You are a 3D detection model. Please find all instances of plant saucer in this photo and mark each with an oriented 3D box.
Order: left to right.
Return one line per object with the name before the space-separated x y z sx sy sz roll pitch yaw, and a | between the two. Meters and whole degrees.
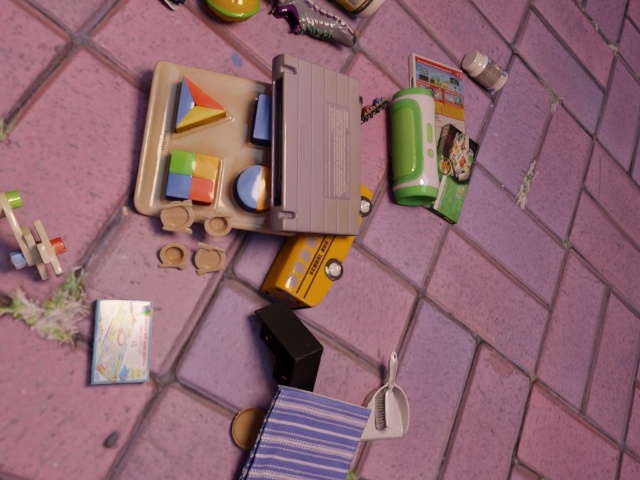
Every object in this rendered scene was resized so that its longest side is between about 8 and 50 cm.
plant saucer | -0.148 0.392 1.108 0.083 0.015 0.083 7 77 -32

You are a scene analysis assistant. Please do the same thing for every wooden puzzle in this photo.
wooden puzzle | -0.185 -0.190 1.097 0.348 0.080 0.322 9 85 -18

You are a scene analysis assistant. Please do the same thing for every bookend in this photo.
bookend | -0.077 0.241 1.137 0.072 0.156 0.157 -18 46 -33

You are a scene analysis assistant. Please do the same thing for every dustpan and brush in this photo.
dustpan and brush | 0.162 0.375 1.279 0.147 0.060 0.211 9 76 -31

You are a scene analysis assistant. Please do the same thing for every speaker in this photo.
speaker | 0.251 -0.250 1.420 0.131 0.131 0.296 6 77 -31

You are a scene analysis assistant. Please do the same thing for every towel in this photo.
towel | -0.045 0.482 1.087 0.243 0.040 0.336 24 86 -27

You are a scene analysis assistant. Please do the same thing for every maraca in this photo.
maraca | -0.214 -0.574 1.216 0.127 0.099 0.185 -22 67 -31

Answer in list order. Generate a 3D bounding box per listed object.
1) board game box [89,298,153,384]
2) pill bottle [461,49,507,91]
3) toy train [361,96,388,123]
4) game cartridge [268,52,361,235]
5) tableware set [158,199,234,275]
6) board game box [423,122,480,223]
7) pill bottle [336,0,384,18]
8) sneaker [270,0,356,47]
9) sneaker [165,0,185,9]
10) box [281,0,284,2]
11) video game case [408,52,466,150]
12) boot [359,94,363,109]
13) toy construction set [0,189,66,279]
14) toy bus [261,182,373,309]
board game box | -0.375 0.190 0.999 0.103 0.026 0.154 7 77 -31
pill bottle | 0.519 -0.538 1.676 0.137 0.078 0.078 26 68 -26
toy train | 0.129 -0.346 1.425 0.158 0.027 0.036 -41 92 -31
game cartridge | -0.006 -0.188 1.121 0.230 0.068 0.355 4 85 -47
tableware set | -0.254 -0.003 1.072 0.141 0.020 0.168 5 114 -19
board game box | 0.376 -0.192 1.527 0.136 0.030 0.259 29 73 -29
pill bottle | 0.032 -0.740 1.345 0.334 0.188 0.188 28 67 -25
sneaker | -0.019 -0.543 1.349 0.224 0.083 0.098 31 75 -11
sneaker | -0.377 -0.554 1.104 0.282 0.099 0.153 -40 100 -35
box | -0.132 -0.681 1.247 0.203 0.103 0.114 32 63 -3
video game case | 0.350 -0.396 1.574 0.204 0.025 0.285 7 77 -31
boot | -0.034 -0.220 1.254 0.338 0.118 0.222 -16 92 -20
toy construction set | -0.582 0.008 0.832 0.328 0.151 0.215 -17 65 -41
toy bus | 0.000 0.000 1.226 0.130 0.108 0.332 35 64 -19
